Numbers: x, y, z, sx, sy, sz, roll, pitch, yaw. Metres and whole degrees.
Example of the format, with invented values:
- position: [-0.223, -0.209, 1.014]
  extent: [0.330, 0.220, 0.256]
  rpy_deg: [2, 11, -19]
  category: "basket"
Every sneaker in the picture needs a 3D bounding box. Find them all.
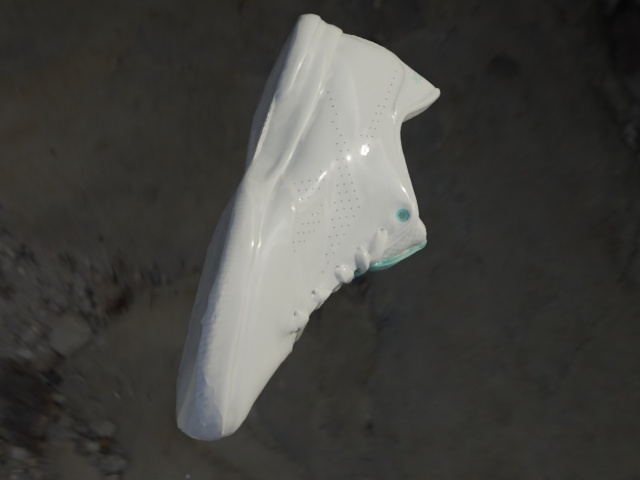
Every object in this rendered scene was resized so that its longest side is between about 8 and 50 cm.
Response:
- position: [0.000, 0.000, 0.866]
  extent: [0.094, 0.080, 0.212]
  rpy_deg: [22, 70, -8]
  category: "sneaker"
